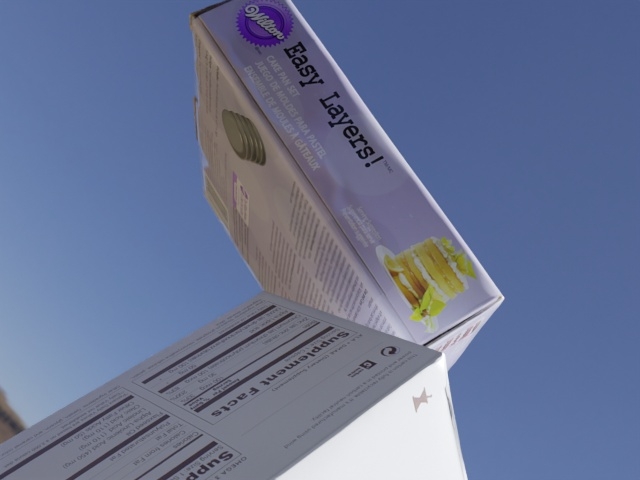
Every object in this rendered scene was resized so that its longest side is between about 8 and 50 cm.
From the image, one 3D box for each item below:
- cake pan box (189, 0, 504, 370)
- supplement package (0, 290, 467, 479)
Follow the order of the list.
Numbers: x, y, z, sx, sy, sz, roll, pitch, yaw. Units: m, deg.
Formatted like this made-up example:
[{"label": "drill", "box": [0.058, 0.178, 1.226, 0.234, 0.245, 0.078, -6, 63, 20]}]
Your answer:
[{"label": "cake pan box", "box": [0.000, 0.000, 0.669, 0.246, 0.070, 0.267, 58, -16, 18]}, {"label": "supplement package", "box": [-0.031, 0.196, 0.496, 0.145, 0.204, 0.262, 13, -55, 48]}]
